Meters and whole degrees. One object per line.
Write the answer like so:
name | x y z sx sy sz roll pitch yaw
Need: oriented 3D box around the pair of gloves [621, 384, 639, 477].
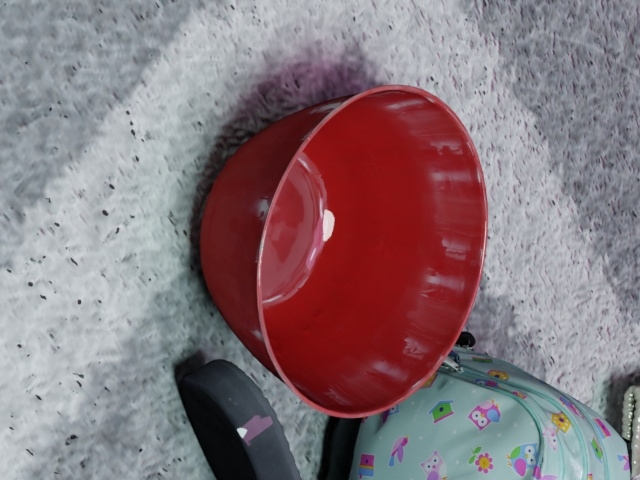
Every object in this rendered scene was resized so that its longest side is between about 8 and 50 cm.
pair of gloves | 0.292 0.200 1.218 0.204 0.042 0.240 -20 115 -46

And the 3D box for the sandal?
sandal | -0.030 0.185 0.851 0.054 0.097 0.254 -32 112 -23

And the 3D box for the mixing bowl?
mixing bowl | 0.000 0.000 0.823 0.181 0.098 0.181 -12 108 -43

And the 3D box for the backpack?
backpack | 0.092 0.138 0.891 0.115 0.182 0.152 11 92 -47
